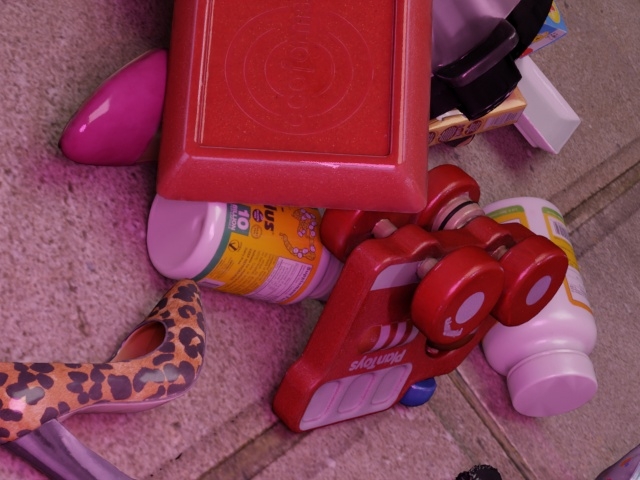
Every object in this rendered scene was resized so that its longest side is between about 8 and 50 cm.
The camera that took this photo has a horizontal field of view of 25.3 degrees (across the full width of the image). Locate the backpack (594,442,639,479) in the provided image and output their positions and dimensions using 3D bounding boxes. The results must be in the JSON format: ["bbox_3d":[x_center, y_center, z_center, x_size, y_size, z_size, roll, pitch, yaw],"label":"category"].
[{"bbox_3d":[0.379,0.309,1.599,0.144,0.188,0.166,50,36,-1],"label":"backpack"}]

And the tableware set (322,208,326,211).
[{"bbox_3d":[0.000,0.000,1.609,0.168,0.020,0.141,47,35,-5],"label":"tableware set"}]

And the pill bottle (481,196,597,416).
[{"bbox_3d":[0.253,0.081,1.712,0.136,0.136,0.245,20,45,-36],"label":"pill bottle"}]

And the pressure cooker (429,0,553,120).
[{"bbox_3d":[0.061,-0.326,1.648,0.420,0.376,0.370,53,41,-33],"label":"pressure cooker"}]

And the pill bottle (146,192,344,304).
[{"bbox_3d":[-0.062,0.001,1.454,0.208,0.117,0.117,16,47,-39],"label":"pill bottle"}]

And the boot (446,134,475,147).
[{"bbox_3d":[0.212,-0.199,1.987,0.137,0.077,0.197,28,46,-45],"label":"boot"}]

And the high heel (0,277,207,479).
[{"bbox_3d":[-0.199,0.088,1.239,0.186,0.093,0.261,42,44,-22],"label":"high heel"}]

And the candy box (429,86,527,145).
[{"bbox_3d":[0.161,-0.187,1.855,0.187,0.053,0.109,-17,68,-18],"label":"candy box"}]

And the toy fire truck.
[{"bbox_3d":[0.098,0.072,1.466,0.169,0.254,0.302,42,28,29],"label":"toy fire truck"}]

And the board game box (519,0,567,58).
[{"bbox_3d":[0.203,-0.427,2.012,0.302,0.086,0.308,1,66,-58],"label":"board game box"}]

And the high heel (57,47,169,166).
[{"bbox_3d":[-0.114,-0.107,1.478,0.181,0.127,0.377,43,31,8],"label":"high heel"}]

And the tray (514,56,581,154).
[{"bbox_3d":[0.310,-0.199,2.084,0.145,0.030,0.270,50,23,0],"label":"tray"}]

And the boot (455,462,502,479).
[{"bbox_3d":[0.199,0.294,1.542,0.121,0.045,0.099,10,49,-42],"label":"boot"}]

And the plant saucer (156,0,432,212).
[{"bbox_3d":[-0.021,-0.160,1.374,0.259,0.047,0.258,3,70,1],"label":"plant saucer"}]
